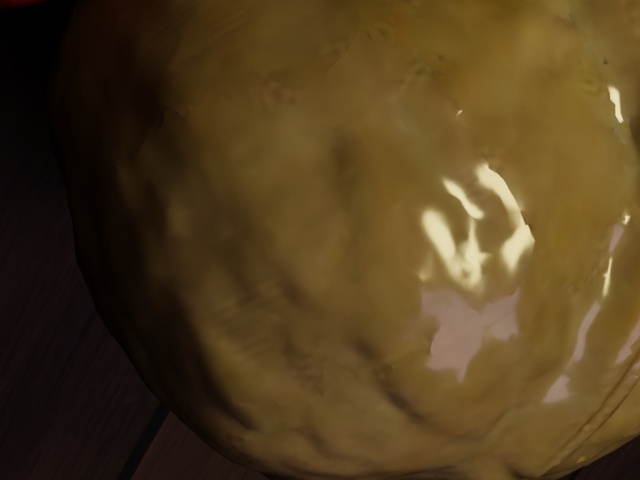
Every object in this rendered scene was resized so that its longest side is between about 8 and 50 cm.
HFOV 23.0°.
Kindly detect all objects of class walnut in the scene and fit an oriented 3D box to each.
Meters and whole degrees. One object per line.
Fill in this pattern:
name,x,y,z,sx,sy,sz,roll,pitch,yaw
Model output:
walnut,0.035,-0.040,0.810,0.381,0.381,0.381,-33,151,-21

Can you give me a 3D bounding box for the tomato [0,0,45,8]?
tomato,-0.136,-0.171,0.692,0.166,0.082,0.174,-50,155,12
